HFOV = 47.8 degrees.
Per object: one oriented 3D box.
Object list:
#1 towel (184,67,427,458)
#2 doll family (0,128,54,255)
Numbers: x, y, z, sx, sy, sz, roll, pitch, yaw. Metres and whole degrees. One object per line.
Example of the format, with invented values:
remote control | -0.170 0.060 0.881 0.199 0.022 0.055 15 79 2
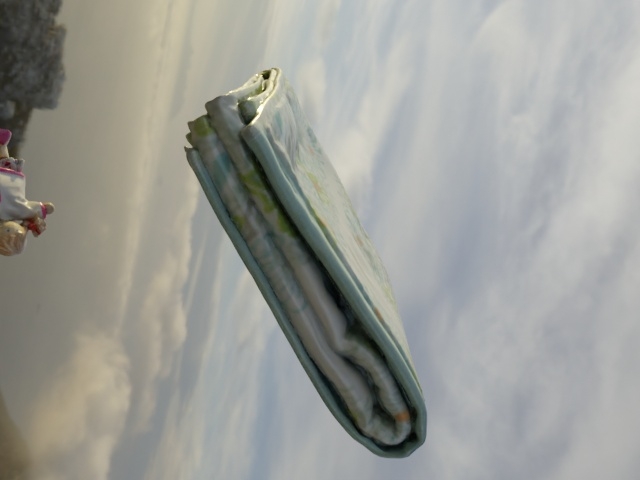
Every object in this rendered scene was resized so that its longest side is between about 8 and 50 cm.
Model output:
towel | 0.000 0.000 0.772 0.375 0.090 0.320 62 11 -16
doll family | -0.397 -0.019 0.681 0.118 0.263 0.163 -32 -112 39
